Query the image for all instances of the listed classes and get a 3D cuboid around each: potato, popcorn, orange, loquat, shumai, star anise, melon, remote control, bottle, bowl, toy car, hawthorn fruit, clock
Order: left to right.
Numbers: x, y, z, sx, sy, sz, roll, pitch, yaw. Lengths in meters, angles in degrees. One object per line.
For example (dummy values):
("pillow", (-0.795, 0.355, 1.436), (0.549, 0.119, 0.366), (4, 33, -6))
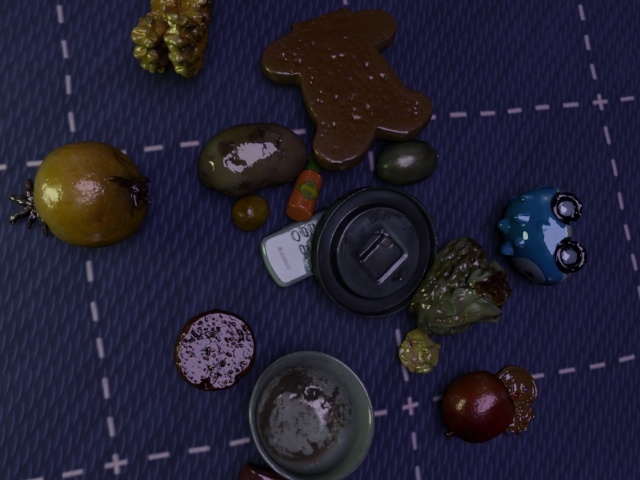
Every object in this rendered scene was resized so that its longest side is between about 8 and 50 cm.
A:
("star anise", (-0.638, -0.080, 1.444), (0.141, 0.042, 0.141), (2, 82, -13))
("loquat", (-0.485, -0.098, 1.383), (0.243, 0.244, 0.244), (2, 82, -12))
("orange", (-0.164, -0.068, 1.522), (0.095, 0.085, 0.085), (-34, 90, -25))
("potato", (-0.161, -0.195, 1.504), (0.262, 0.165, 0.165), (-19, 87, -16))
("bowl", (-0.037, 0.405, 1.439), (0.289, 0.146, 0.289), (9, 63, -18))
("bottle", (-0.030, -0.138, 1.555), (0.069, 0.069, 0.187), (20, 60, -9))
("remote control", (0.000, 0.000, 1.561), (0.296, 0.056, 0.140), (-24, 87, -15))
("clock", (0.130, 0.026, 1.535), (0.318, 0.066, 0.319), (-3, 99, -20))
("melon", (0.220, -0.197, 1.604), (0.167, 0.114, 0.114), (-14, 86, -10))
("popcorn", (0.241, 0.271, 1.564), (0.096, 0.089, 0.109), (-19, 76, 21))
("shumai", (0.355, 0.124, 1.508), (0.189, 0.218, 0.256), (40, 73, -34))
("hawthorn fruit", (0.365, 0.403, 1.533), (0.188, 0.169, 0.169), (-28, 89, -11))
("toy car", (0.541, -0.012, 1.611), (0.190, 0.188, 0.255), (-3, 86, -4))

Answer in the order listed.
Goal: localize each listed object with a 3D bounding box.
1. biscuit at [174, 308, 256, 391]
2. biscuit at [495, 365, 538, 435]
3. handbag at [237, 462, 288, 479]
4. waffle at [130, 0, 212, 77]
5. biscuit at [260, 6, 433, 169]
("biscuit", (-0.243, 0.254, 1.482), (0.192, 0.049, 0.192), (4, 78, -17))
("biscuit", (0.496, 0.407, 1.627), (0.124, 0.026, 0.175), (1, 82, -11))
("handbag", (-0.086, 0.587, 1.420), (0.225, 0.146, 0.135), (20, 76, -11))
("waffle", (-0.322, -0.531, 1.458), (0.151, 0.261, 0.324), (11, 78, -3))
("biscuit", (0.077, -0.388, 1.588), (0.368, 0.076, 0.394), (-27, 77, -15))
